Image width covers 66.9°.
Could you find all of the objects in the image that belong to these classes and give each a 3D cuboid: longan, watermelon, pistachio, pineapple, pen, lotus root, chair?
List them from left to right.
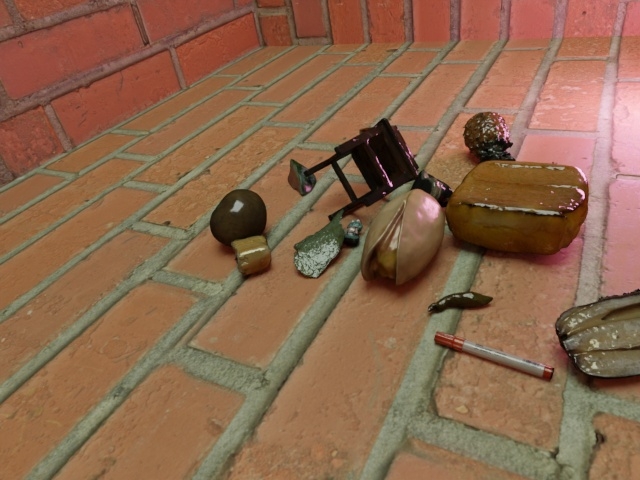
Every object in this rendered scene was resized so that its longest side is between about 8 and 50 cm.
[{"bbox_3d":[-0.247,-0.066,1.461,0.167,0.168,0.187,24,48,39],"label":"longan"},{"bbox_3d":[-0.061,-0.214,1.725,0.101,0.080,0.155,16,23,-25],"label":"watermelon"},{"bbox_3d":[0.194,-0.250,1.503,0.416,0.203,0.240,-32,3,-28],"label":"chair"},{"bbox_3d":[0.212,-0.013,1.240,0.187,0.188,0.299,11,44,28],"label":"pistachio"},{"bbox_3d":[0.348,0.232,0.991,0.238,0.028,0.028,14,41,31],"label":"pen"},{"bbox_3d":[0.576,-0.306,1.620,0.157,0.158,0.279,-7,48,5],"label":"pineapple"},{"bbox_3d":[0.627,0.185,0.952,0.328,0.078,0.167,-8,58,1],"label":"lotus root"}]

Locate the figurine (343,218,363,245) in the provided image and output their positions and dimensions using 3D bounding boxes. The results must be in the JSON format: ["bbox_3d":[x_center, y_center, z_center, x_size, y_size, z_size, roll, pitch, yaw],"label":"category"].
[{"bbox_3d":[0.090,-0.025,1.410,0.059,0.047,0.106,9,36,13],"label":"figurine"}]

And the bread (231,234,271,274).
[{"bbox_3d":[-0.192,0.041,1.365,0.105,0.082,0.125,-7,23,-14],"label":"bread"}]

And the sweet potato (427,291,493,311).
[{"bbox_3d":[0.321,0.140,1.123,0.153,0.038,0.041,-10,12,5],"label":"sweet potato"}]

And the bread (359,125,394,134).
[{"bbox_3d":[0.211,-0.424,1.940,0.135,0.054,0.154,20,39,34],"label":"bread"}]

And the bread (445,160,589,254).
[{"bbox_3d":[0.533,-0.093,1.310,0.336,0.148,0.328,9,35,28],"label":"bread"}]

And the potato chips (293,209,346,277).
[{"bbox_3d":[0.002,0.007,1.366,0.166,0.059,0.228,-19,32,15],"label":"potato chips"}]

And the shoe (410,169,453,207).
[{"bbox_3d":[0.348,-0.148,1.487,0.112,0.099,0.227,22,15,-6],"label":"shoe"}]
